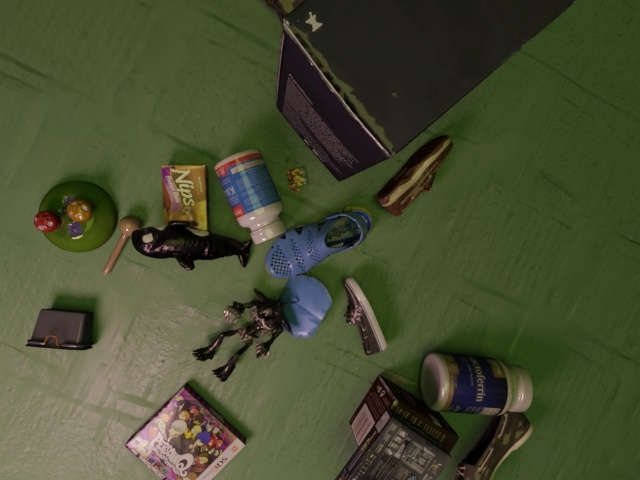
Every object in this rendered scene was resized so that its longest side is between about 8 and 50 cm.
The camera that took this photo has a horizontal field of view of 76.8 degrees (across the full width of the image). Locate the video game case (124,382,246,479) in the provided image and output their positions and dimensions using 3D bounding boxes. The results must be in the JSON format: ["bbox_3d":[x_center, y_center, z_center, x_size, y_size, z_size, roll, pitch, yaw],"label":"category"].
[{"bbox_3d":[-0.353,0.535,1.069,0.210,0.042,0.232,-44,96,-5],"label":"video game case"}]

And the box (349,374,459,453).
[{"bbox_3d":[0.213,0.503,1.075,0.203,0.168,0.167,32,89,-8],"label":"box"}]

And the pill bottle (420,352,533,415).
[{"bbox_3d":[0.424,0.395,1.106,0.265,0.153,0.153,7,91,-8],"label":"pill bottle"}]

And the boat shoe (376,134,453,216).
[{"bbox_3d":[0.271,-0.172,1.104,0.257,0.095,0.095,-44,110,2],"label":"boat shoe"}]

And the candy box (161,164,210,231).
[{"bbox_3d":[-0.345,-0.099,1.040,0.109,0.053,0.186,-1,94,-7],"label":"candy box"}]

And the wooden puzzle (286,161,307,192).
[{"bbox_3d":[-0.063,-0.171,1.096,0.049,0.006,0.083,-12,94,-6],"label":"wooden puzzle"}]

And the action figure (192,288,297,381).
[{"bbox_3d":[-0.181,0.234,1.032,0.276,0.141,0.164,-43,84,-2],"label":"action figure"}]

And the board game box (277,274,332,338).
[{"bbox_3d":[-0.046,0.176,1.094,0.133,0.033,0.168,32,98,15],"label":"board game box"}]

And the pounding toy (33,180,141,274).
[{"bbox_3d":[-0.587,-0.043,0.983,0.237,0.110,0.183,36,88,-7],"label":"pounding toy"}]

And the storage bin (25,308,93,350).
[{"bbox_3d":[-0.640,0.219,1.001,0.135,0.098,0.091,6,81,-7],"label":"storage bin"}]

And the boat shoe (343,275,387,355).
[{"bbox_3d":[0.105,0.211,1.101,0.076,0.080,0.228,-26,103,-7],"label":"boat shoe"}]

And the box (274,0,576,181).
[{"bbox_3d":[0.170,-0.403,0.883,0.480,0.472,0.297,-41,96,-3],"label":"box"}]

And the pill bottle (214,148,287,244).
[{"bbox_3d":[-0.169,-0.108,1.026,0.124,0.124,0.221,-24,94,-6],"label":"pill bottle"}]

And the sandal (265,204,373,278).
[{"bbox_3d":[0.000,0.000,1.047,0.317,0.138,0.126,-30,98,-3],"label":"sandal"}]

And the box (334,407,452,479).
[{"bbox_3d":[0.168,0.546,0.958,0.183,0.059,0.232,35,90,-7],"label":"box"}]

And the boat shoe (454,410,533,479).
[{"bbox_3d":[0.460,0.608,1.150,0.335,0.112,0.095,-44,79,-9],"label":"boat shoe"}]

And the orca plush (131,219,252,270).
[{"bbox_3d":[-0.315,0.040,0.999,0.287,0.151,0.102,18,51,-33],"label":"orca plush"}]

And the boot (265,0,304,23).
[{"bbox_3d":[-0.101,-0.719,1.040,0.229,0.091,0.263,31,92,-13],"label":"boot"}]
